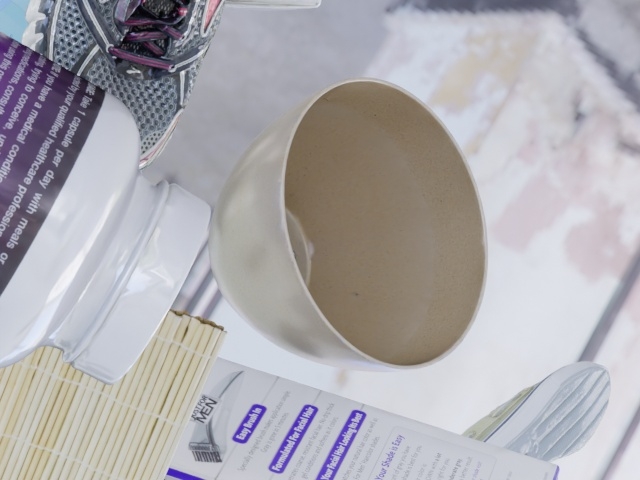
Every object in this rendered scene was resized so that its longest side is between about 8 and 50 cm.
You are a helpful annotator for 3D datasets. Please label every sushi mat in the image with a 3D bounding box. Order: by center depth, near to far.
[{"bbox_3d":[-0.194,0.167,1.473,0.151,0.316,0.019,20,-155,-8],"label":"sushi mat"}]

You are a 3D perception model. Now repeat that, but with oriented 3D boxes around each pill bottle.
[{"bbox_3d":[-0.233,-0.045,1.110,0.323,0.181,0.181,30,163,-12],"label":"pill bottle"}]

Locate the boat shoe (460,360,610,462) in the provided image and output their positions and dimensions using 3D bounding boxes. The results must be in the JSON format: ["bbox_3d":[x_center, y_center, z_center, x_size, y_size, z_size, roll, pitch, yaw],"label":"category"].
[{"bbox_3d":[0.245,0.231,2.379,0.094,0.302,0.109,13,123,41],"label":"boat shoe"}]

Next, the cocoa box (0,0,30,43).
[{"bbox_3d":[-0.373,-0.099,1.740,0.228,0.347,0.231,29,159,53],"label":"cocoa box"}]

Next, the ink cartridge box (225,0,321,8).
[{"bbox_3d":[-0.070,-0.281,1.503,0.117,0.201,0.278,3,-174,-11],"label":"ink cartridge box"}]

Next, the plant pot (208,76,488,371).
[{"bbox_3d":[0.000,0.000,1.892,0.191,0.284,0.284,-15,134,43],"label":"plant pot"}]

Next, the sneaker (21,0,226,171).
[{"bbox_3d":[-0.105,-0.183,1.230,0.121,0.299,0.112,11,-172,-29],"label":"sneaker"}]

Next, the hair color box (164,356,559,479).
[{"bbox_3d":[0.022,0.233,1.701,0.339,0.185,0.110,18,120,9],"label":"hair color box"}]
